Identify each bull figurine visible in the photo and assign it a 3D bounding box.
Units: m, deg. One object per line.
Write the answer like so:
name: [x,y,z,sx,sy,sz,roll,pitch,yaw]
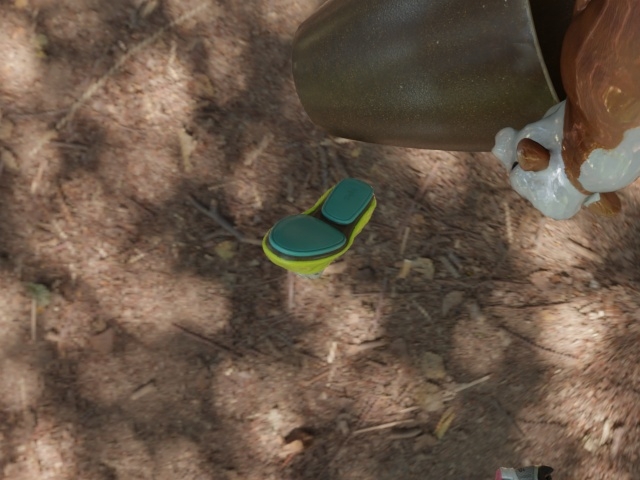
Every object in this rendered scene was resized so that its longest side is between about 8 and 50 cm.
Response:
bull figurine: [0.193,-0.132,0.545,0.101,0.310,0.188,12,70,-11]

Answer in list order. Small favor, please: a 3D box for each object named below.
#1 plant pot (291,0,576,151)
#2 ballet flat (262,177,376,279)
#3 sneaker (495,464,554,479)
plant pot: [0.098,-0.162,0.812,0.230,0.215,0.215,-9,83,31]
ballet flat: [0.000,0.000,1.105,0.077,0.231,0.077,28,121,13]
sneaker: [0.257,0.314,1.074,0.075,0.063,0.170,-17,44,-6]
